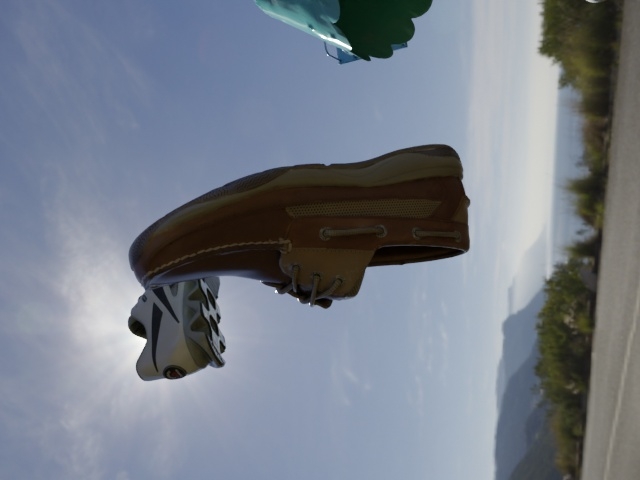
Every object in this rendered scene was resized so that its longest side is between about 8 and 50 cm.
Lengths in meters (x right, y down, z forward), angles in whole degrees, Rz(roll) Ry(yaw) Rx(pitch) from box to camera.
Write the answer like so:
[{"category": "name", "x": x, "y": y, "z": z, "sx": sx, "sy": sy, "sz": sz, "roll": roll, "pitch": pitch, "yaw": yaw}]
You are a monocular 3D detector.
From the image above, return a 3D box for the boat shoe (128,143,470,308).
[{"category": "boat shoe", "x": 0.000, "y": 0.000, "z": 0.551, "sx": 0.123, "sy": 0.325, "sz": 0.116, "roll": 136, "pitch": 119, "yaw": -70}]

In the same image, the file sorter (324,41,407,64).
[{"category": "file sorter", "x": 0.096, "y": -0.489, "z": 1.416, "sx": 0.104, "sy": 0.170, "sz": 0.118, "roll": -8, "pitch": -90, "yaw": -66}]

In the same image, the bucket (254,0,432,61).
[{"category": "bucket", "x": 0.035, "y": -0.408, "z": 0.862, "sx": 0.281, "sy": 0.183, "sz": 0.281, "roll": -40, "pitch": -34, "yaw": -35}]

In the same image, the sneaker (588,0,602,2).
[{"category": "sneaker", "x": 0.586, "y": -0.562, "z": 1.115, "sx": 0.151, "sy": 0.256, "sz": 0.094, "roll": 50, "pitch": -169, "yaw": -46}]

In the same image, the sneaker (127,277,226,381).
[{"category": "sneaker", "x": -0.242, "y": 0.086, "z": 0.997, "sx": 0.330, "sy": 0.146, "sz": 0.122, "roll": -104, "pitch": -7, "yaw": -54}]
